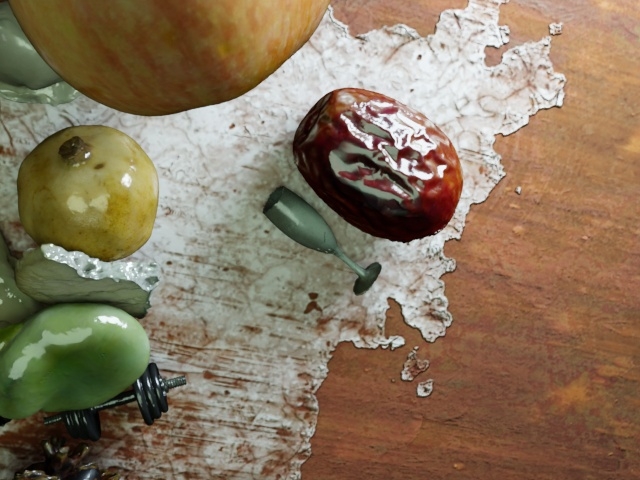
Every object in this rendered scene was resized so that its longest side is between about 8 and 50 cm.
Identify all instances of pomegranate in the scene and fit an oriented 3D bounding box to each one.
[{"bbox_3d":[-0.303,-0.065,1.124,0.196,0.196,0.196,-4,107,-12],"label":"pomegranate"}]

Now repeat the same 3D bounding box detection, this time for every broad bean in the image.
[{"bbox_3d":[-0.344,0.156,1.151,0.228,0.100,0.169,-1,120,-24],"label":"broad bean"}]

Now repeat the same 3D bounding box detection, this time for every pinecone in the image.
[{"bbox_3d":[-0.377,0.422,1.229,0.243,0.243,0.257,-30,100,-2],"label":"pinecone"}]

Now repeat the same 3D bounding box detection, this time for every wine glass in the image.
[{"bbox_3d":[0.000,0.000,1.275,0.198,0.066,0.066,39,95,-20],"label":"wine glass"}]

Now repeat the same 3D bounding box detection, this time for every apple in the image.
[{"bbox_3d":[-0.164,-0.333,0.976,0.392,0.391,0.346,-24,129,-5],"label":"apple"}]

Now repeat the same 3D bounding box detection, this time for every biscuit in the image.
[{"bbox_3d":[-0.298,0.061,1.150,0.188,0.265,0.040,-10,67,16],"label":"biscuit"}]

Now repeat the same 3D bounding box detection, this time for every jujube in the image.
[{"bbox_3d":[0.086,-0.102,1.203,0.243,0.183,0.183,34,97,-20],"label":"jujube"}]

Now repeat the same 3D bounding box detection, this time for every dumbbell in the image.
[{"bbox_3d":[-0.298,0.233,1.258,0.209,0.099,0.099,-16,109,-8],"label":"dumbbell"}]

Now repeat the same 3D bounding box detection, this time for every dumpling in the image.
[{"bbox_3d":[-0.375,-0.237,1.102,0.188,0.108,0.127,10,130,-29],"label":"dumpling"}]

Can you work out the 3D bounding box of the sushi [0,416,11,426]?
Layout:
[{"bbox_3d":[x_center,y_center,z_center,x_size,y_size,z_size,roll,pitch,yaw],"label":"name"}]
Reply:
[{"bbox_3d":[-0.488,0.230,1.221,0.150,0.090,0.078,-27,119,2],"label":"sushi"}]

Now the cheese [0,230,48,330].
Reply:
[{"bbox_3d":[-0.492,0.045,1.162,0.159,0.093,0.263,-34,111,-3],"label":"cheese"}]
